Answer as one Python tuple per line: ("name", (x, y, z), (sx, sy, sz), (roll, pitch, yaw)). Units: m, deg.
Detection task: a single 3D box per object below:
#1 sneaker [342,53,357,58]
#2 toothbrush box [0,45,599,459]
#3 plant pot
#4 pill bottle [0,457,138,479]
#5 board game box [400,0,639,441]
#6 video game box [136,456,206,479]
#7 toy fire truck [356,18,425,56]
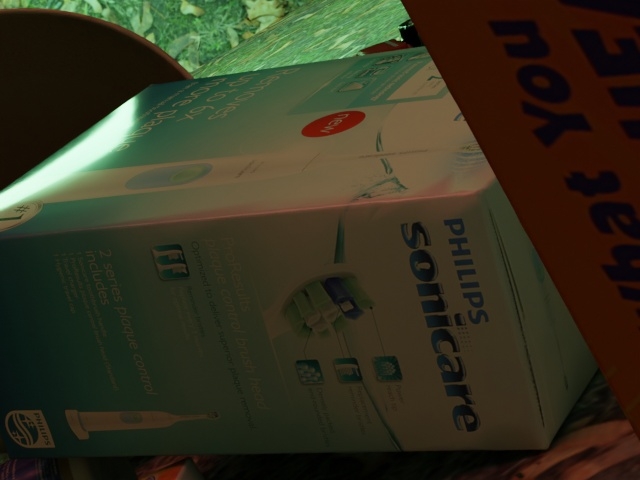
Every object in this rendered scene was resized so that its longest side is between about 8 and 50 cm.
("sneaker", (0.082, -0.134, 1.628), (0.170, 0.071, 0.068), (-22, -34, -26))
("toothbrush box", (0.000, 0.000, 0.900), (0.296, 0.126, 0.216), (-3, 23, 31))
("plant pot", (-0.188, 0.022, 1.188), (0.284, 0.284, 0.191), (-33, -24, -15))
("pill bottle", (-0.155, 0.147, 0.947), (0.120, 0.067, 0.067), (-27, 12, 11))
("board game box", (0.256, -0.129, 0.395), (0.357, 0.356, 0.356), (-17, 18, 46))
("video game box", (-0.145, 0.188, 0.805), (0.187, 0.048, 0.205), (-25, 12, 16))
("toy fire truck", (0.023, -0.038, 1.184), (0.246, 0.158, 0.217), (-20, 11, -3))
